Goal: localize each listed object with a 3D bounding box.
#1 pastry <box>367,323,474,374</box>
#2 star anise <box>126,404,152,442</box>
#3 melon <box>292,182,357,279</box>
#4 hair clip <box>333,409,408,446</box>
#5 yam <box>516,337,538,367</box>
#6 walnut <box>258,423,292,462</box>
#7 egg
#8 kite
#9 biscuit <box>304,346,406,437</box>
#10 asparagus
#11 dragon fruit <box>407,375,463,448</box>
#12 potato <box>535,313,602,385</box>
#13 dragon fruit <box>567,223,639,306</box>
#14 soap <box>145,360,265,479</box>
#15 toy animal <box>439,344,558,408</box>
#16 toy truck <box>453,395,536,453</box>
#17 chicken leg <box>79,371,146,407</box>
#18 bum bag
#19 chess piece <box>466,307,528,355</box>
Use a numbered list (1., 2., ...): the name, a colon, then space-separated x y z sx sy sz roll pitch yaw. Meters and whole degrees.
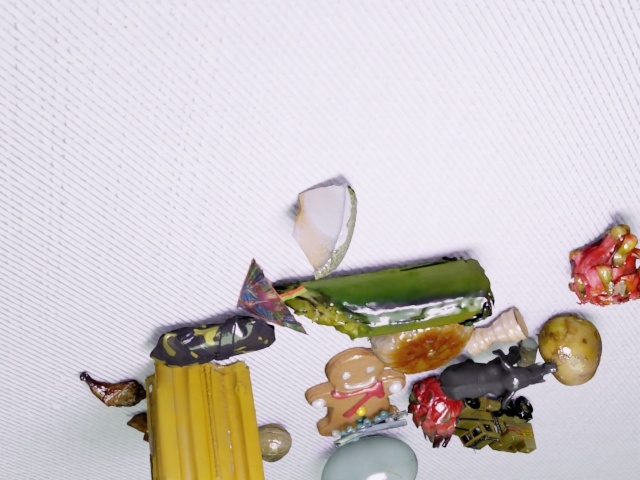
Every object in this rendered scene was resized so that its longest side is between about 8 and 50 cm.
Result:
1. pastry: 0.197 0.182 1.783 0.192 0.093 0.182 26 125 -40
2. star anise: -0.306 0.367 1.877 0.168 0.057 0.168 -10 143 -8
3. melon: 0.003 0.004 1.485 0.093 0.139 0.202 9 144 5
4. hair clip: 0.109 0.404 2.000 0.173 0.049 0.049 -21 142 11
5. yam: 0.440 0.241 1.981 0.043 0.043 0.094 -11 141 -5
6. walnut: -0.105 0.440 2.020 0.092 0.092 0.092 -9 142 -7
7. egg: 0.113 0.537 2.141 0.231 0.168 0.168 -20 142 2
8. kite: -0.085 0.102 1.615 0.159 0.010 0.190 -11 126 34
9. biscuit: 0.077 0.333 1.972 0.216 0.047 0.340 -10 143 -9
10. asparagus: 0.112 0.109 1.642 0.382 0.128 0.108 -7 -176 -7
11. dragon fruit: 0.243 0.362 1.996 0.121 0.130 0.142 13 140 28
12. potato: 0.521 0.229 1.924 0.137 0.137 0.176 -28 144 16
13. dragon fruit: 0.533 0.050 1.710 0.133 0.150 0.208 -32 143 -28
14. soap: -0.216 0.380 1.712 0.204 0.324 0.096 8 142 -24
15. toy animal: 0.355 0.282 1.886 0.245 0.115 0.146 -25 170 29
16. toy truck: 0.375 0.419 2.120 0.257 0.127 0.127 21 131 -33
17. chicken leg: -0.393 0.283 1.760 0.145 0.037 0.062 14 112 -34
18. bum bag: -0.195 0.181 1.676 0.232 0.060 0.107 -13 143 -3
19. chess piece: 0.350 0.186 1.870 0.122 0.066 0.066 -25 142 22
